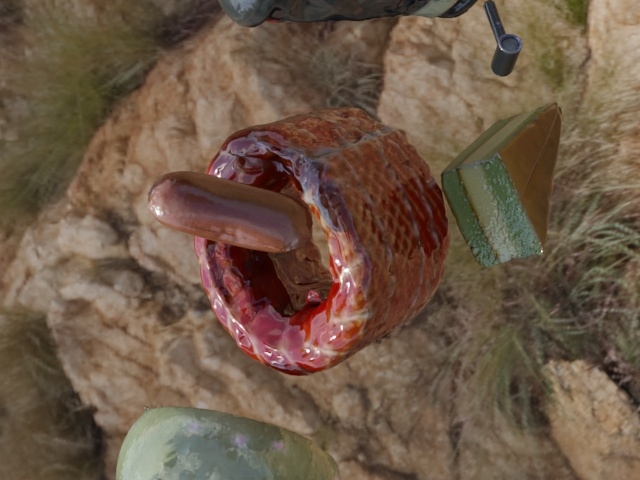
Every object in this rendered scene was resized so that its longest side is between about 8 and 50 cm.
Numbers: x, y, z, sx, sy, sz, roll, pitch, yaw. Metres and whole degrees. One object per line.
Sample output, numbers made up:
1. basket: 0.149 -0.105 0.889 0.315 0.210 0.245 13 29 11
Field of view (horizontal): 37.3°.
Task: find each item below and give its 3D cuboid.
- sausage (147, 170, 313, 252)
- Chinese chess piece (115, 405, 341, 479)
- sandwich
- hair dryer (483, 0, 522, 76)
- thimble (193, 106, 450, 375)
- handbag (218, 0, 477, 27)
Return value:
1. sausage: -0.100 -0.031 1.078 0.077 0.194 0.077 -167 90 -77
2. Chinese chess piece: -0.142 0.379 1.458 0.349 0.349 0.146 -9 54 38
3. sandwich: 0.265 -0.078 1.264 0.117 0.187 0.144 -14 110 48
4. hair dryer: 0.189 -0.222 1.014 0.047 0.026 0.083 99 158 -66
5. thimble: 0.000 0.000 1.297 0.350 0.230 0.350 16 116 38
6. handbag: 0.005 -0.244 0.587 0.254 0.181 0.181 65 148 30
